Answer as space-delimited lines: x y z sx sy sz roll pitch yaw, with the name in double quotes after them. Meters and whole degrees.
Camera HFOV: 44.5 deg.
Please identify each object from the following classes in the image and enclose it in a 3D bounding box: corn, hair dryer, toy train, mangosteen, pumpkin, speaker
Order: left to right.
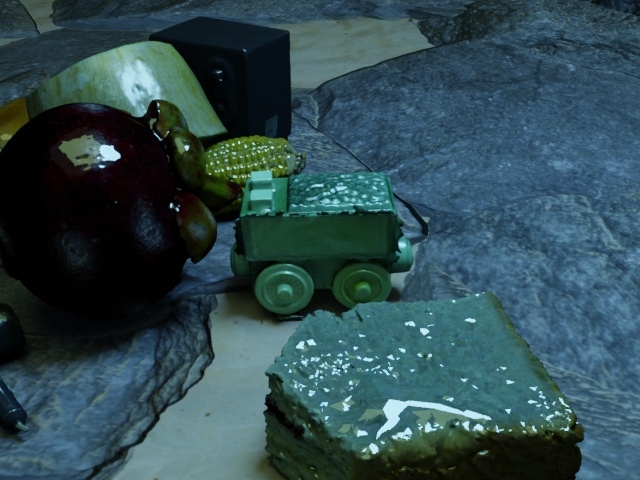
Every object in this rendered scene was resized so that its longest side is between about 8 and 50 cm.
-0.415 0.170 0.992 0.124 0.072 0.219 -24 45 -34 "hair dryer"
-0.285 -0.052 1.108 0.346 0.307 0.307 -21 35 -11 "mangosteen"
-0.348 -0.224 1.389 0.332 0.199 0.332 -16 8 2 "pumpkin"
-0.189 -0.107 1.383 0.346 0.130 0.130 -13 33 -11 "corn"
-0.198 -0.296 1.571 0.232 0.254 0.184 16 34 24 "speaker"
0.000 0.000 1.144 0.271 0.188 0.159 -2 30 1 "toy train"

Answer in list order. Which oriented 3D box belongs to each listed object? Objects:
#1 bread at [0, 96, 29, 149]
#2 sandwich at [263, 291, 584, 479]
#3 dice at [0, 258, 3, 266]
-0.612 -0.211 1.578 0.136 0.107 0.241 0 31 6 "bread"
0.094 0.183 0.896 0.325 0.131 0.262 -7 33 -8 "sandwich"
-0.547 -0.009 1.253 0.093 0.094 0.091 18 37 30 "dice"
